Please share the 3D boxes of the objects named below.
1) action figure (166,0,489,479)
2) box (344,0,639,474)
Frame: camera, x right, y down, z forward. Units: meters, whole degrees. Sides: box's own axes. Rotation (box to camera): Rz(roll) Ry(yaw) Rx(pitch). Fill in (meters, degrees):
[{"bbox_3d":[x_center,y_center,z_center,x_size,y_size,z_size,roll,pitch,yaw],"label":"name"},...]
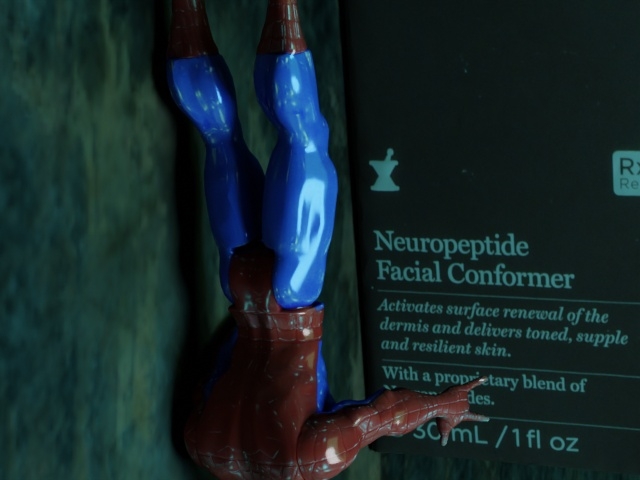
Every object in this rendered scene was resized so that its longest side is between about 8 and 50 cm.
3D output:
[{"bbox_3d":[0.000,0.000,0.720,0.139,0.091,0.280,-10,101,-55],"label":"action figure"},{"bbox_3d":[0.125,-0.076,0.869,0.143,0.191,0.381,-27,115,-62],"label":"box"}]
